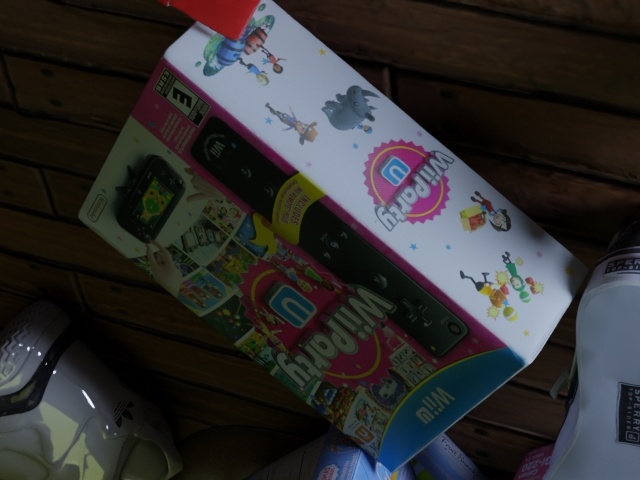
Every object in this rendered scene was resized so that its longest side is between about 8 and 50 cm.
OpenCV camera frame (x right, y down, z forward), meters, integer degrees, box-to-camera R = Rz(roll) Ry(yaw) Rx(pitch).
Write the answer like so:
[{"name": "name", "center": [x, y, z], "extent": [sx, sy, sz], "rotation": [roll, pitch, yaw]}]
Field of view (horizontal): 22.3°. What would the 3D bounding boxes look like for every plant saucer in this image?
[{"name": "plant saucer", "center": [-0.017, 0.297, 1.573], "extent": [0.311, 0.050, 0.310], "rotation": [19, 142, 15]}]

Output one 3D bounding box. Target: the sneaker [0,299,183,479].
[{"name": "sneaker", "center": [-0.275, 0.212, 1.556], "extent": [0.210, 0.137, 0.366], "rotation": [41, 138, -6]}]

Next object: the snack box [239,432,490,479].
[{"name": "snack box", "center": [0.043, 0.247, 1.407], "extent": [0.207, 0.070, 0.174], "rotation": [-32, 114, 27]}]

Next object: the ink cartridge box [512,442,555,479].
[{"name": "ink cartridge box", "center": [0.202, 0.287, 1.274], "extent": [0.158, 0.218, 0.092], "rotation": [43, 141, -17]}]

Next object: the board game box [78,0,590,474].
[{"name": "board game box", "center": [0.000, 0.000, 1.123], "extent": [0.303, 0.097, 0.224], "rotation": [39, 145, 0]}]

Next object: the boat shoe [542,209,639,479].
[{"name": "boat shoe", "center": [0.219, 0.108, 1.143], "extent": [0.113, 0.105, 0.306], "rotation": [8, 131, 19]}]

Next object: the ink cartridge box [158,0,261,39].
[{"name": "ink cartridge box", "center": [-0.114, -0.238, 0.983], "extent": [0.231, 0.078, 0.134], "rotation": [32, 144, -4]}]

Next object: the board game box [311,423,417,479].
[{"name": "board game box", "center": [0.052, 0.238, 1.252], "extent": [0.039, 0.160, 0.211], "rotation": [-12, 113, 17]}]
